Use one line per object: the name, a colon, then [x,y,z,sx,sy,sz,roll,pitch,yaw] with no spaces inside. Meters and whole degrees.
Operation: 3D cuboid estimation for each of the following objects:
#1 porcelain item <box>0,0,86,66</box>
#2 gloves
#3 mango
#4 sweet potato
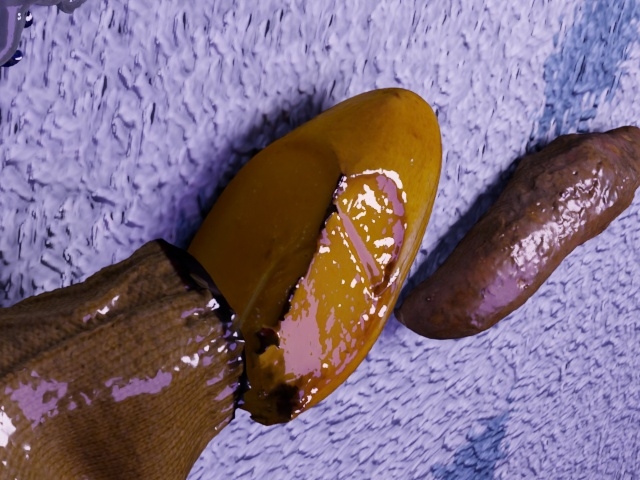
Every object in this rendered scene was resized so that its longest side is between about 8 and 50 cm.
porcelain item: [-0.142,-0.132,1.015,0.136,0.021,0.075,-63,155,9]
gloves: [-0.189,0.140,1.083,0.356,0.155,0.203,-46,162,-27]
mango: [0.000,0.000,1.310,0.252,0.126,0.154,-57,145,-20]
sweet potato: [0.199,-0.031,1.682,0.341,0.092,0.114,-39,174,-35]
